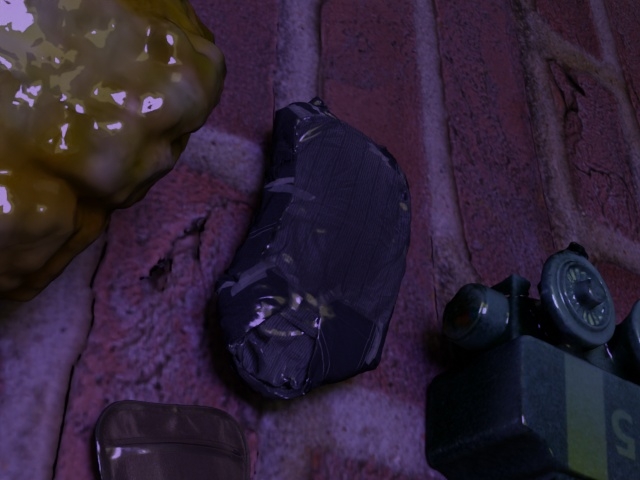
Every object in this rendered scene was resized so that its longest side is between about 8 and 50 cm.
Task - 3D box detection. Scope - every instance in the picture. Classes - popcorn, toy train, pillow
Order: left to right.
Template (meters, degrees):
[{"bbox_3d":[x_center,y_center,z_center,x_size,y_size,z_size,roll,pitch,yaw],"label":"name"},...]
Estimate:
[{"bbox_3d":[-0.230,-0.130,0.598,0.292,0.293,0.334,49,26,-56],"label":"popcorn"},{"bbox_3d":[-0.092,0.214,0.646,0.130,0.033,0.217,13,53,-37],"label":"pillow"},{"bbox_3d":[0.000,0.000,0.838,0.161,0.092,0.335,28,46,-14],"label":"pillow"},{"bbox_3d":[0.242,0.152,0.882,0.299,0.167,0.238,24,53,-24],"label":"toy train"}]
